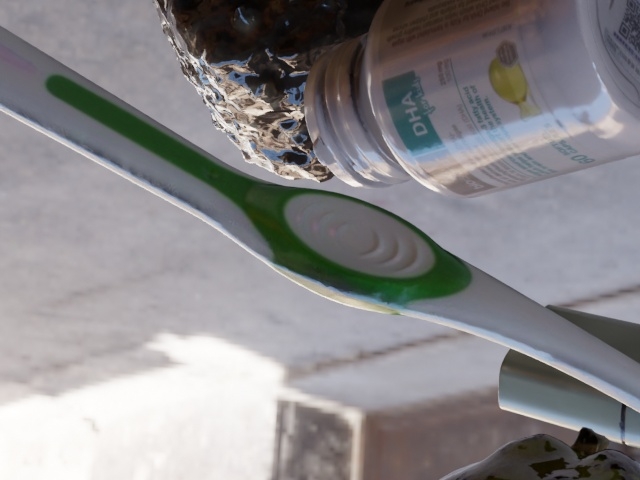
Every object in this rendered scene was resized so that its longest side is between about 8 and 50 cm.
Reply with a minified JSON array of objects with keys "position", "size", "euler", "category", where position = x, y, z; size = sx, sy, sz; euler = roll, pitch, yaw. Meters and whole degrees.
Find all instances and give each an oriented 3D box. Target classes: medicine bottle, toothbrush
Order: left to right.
[{"position":[0.002,-0.003,0.560],"size":[0.418,0.042,0.040],"euler":[30,141,-2],"category":"toothbrush"},{"position":[0.095,-0.095,0.911],"size":[0.215,0.135,0.135],"euler":[-15,152,43],"category":"medicine bottle"}]

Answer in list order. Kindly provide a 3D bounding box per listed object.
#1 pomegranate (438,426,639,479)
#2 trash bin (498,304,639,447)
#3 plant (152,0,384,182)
[{"position":[0.133,0.251,0.989],"size":[0.222,0.276,0.204],"euler":[-2,118,40],"category":"pomegranate"},{"position":[0.225,0.107,1.277],"size":[0.130,0.116,0.059],"euler":[13,123,28],"category":"trash bin"},{"position":[-0.022,-0.206,1.074],"size":[0.215,0.213,0.312],"euler":[-32,135,-4],"category":"plant"}]
